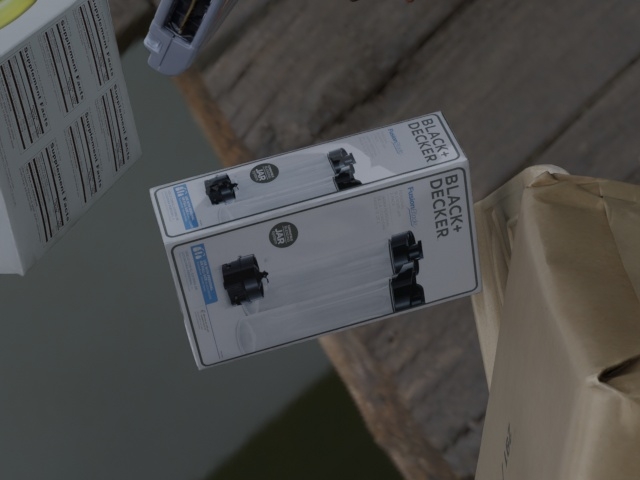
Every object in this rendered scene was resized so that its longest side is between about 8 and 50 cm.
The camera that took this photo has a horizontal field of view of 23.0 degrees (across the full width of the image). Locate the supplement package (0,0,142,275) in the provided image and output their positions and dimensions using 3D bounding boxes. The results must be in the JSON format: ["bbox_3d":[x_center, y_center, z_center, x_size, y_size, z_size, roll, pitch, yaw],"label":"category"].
[{"bbox_3d":[-0.266,-0.085,1.132,0.194,0.149,0.203,0,27,20],"label":"supplement package"}]

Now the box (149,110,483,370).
[{"bbox_3d":[0.000,0.000,1.488,0.290,0.169,0.087,-15,39,-7],"label":"box"}]

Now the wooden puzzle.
[{"bbox_3d":[0.229,0.100,1.509,0.080,0.348,0.322,-11,86,-8],"label":"wooden puzzle"}]

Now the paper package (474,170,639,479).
[{"bbox_3d":[0.192,0.165,0.967,0.309,0.168,0.325,-86,3,-69],"label":"paper package"}]

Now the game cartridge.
[{"bbox_3d":[-0.060,-0.289,1.377,0.196,0.060,0.294,-64,6,-34],"label":"game cartridge"}]

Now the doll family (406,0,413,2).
[{"bbox_3d":[0.091,-0.267,1.139,0.076,0.193,0.111,2,25,8],"label":"doll family"}]
